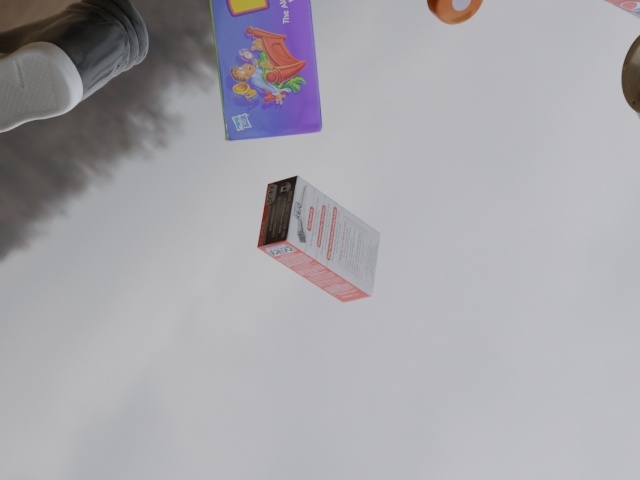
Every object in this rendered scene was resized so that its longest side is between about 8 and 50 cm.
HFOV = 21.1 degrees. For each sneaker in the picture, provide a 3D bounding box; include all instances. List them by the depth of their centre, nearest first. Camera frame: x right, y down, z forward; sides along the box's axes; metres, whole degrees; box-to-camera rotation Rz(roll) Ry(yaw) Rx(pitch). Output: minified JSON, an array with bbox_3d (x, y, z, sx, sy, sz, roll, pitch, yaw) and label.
[{"bbox_3d":[-0.287,-0.193,1.813,0.147,0.105,0.295,-36,-157,-32],"label":"sneaker"}]

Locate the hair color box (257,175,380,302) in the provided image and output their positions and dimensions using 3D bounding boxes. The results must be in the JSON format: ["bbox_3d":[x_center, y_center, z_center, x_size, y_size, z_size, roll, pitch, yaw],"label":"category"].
[{"bbox_3d":[0.000,0.000,2.125,0.053,0.167,0.093,-14,-125,37],"label":"hair color box"}]

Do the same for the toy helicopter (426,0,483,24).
[{"bbox_3d":[0.218,-0.489,2.383,0.355,0.235,0.140,-40,-137,-1],"label":"toy helicopter"}]

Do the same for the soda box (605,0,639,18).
[{"bbox_3d":[0.309,-0.329,1.494,0.092,0.083,0.263,-2,-102,44],"label":"soda box"}]

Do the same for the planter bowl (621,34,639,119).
[{"bbox_3d":[0.385,-0.169,1.795,0.162,0.109,0.162,-19,-114,51],"label":"planter bowl"}]

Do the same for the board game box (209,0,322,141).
[{"bbox_3d":[-0.057,-0.278,1.379,0.078,0.347,0.233,-6,-162,-1],"label":"board game box"}]
